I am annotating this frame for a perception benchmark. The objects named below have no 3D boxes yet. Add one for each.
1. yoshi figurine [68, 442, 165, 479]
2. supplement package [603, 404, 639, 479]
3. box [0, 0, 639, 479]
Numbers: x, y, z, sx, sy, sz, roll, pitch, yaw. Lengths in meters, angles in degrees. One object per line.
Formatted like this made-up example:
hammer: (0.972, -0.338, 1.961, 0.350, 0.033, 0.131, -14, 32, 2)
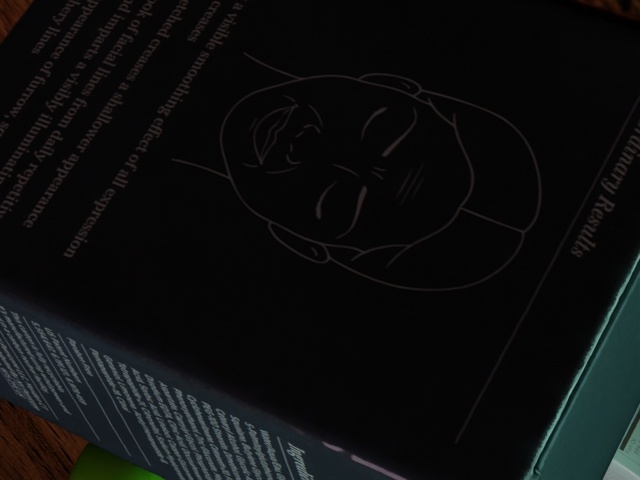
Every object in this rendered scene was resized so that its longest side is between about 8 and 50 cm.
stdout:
yoshi figurine: (-0.054, 0.097, 1.073, 0.203, 0.362, 0.203, 27, 167, -16)
supplement package: (0.192, 0.103, 1.096, 0.244, 0.134, 0.139, 34, 157, -6)
box: (0.000, 0.000, 0.929, 0.395, 0.293, 0.212, 23, 156, 21)
